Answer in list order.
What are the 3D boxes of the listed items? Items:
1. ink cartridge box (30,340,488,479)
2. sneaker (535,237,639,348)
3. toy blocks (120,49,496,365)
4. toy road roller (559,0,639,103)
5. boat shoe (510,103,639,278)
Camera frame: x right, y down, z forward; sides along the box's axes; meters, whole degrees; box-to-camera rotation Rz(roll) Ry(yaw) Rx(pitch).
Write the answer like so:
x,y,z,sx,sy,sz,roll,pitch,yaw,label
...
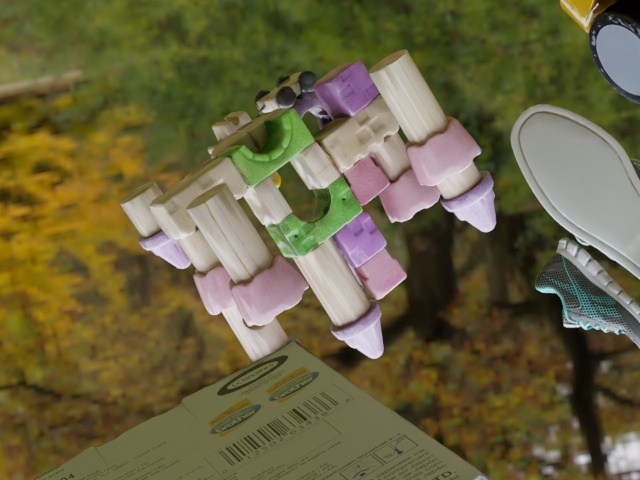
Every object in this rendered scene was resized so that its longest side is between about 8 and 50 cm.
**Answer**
x,y,z,sx,sy,sz,roll,pitch,yaw,label
-0.059,0.211,1.028,0.270,0.151,0.395,-27,-161,-14,ink cartridge box
0.304,0.076,1.744,0.076,0.166,0.065,-45,156,5,sneaker
0.000,0.000,1.548,0.288,0.260,0.309,-38,-164,-19,toy blocks
0.290,-0.298,1.329,0.202,0.240,0.329,-36,160,-22,toy road roller
0.280,-0.029,1.466,0.095,0.254,0.079,-53,175,5,boat shoe
